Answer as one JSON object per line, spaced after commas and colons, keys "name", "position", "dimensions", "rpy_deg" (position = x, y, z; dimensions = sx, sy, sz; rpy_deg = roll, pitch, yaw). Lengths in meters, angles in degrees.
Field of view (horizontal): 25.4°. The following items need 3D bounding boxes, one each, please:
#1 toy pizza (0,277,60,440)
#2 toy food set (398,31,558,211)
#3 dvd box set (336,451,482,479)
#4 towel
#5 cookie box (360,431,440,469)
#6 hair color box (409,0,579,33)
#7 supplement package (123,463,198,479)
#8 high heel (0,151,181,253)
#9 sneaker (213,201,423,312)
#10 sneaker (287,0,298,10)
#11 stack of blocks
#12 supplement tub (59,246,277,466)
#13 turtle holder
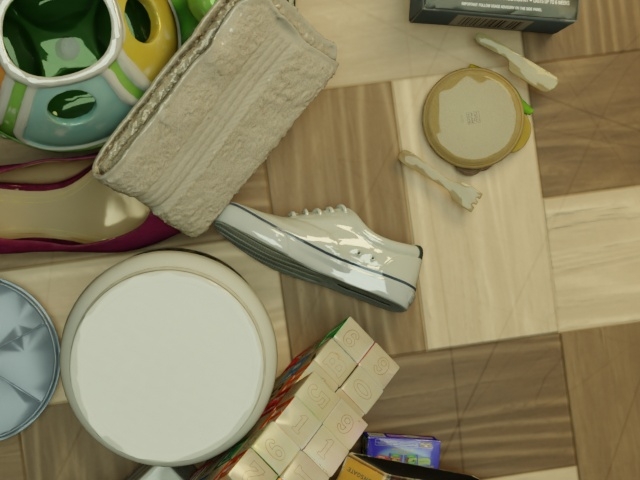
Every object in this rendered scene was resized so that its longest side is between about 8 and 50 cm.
{"name": "toy pizza", "position": [-0.407, 0.140, 1.675], "dimensions": [0.201, 0.032, 0.201], "rpy_deg": [0, 90, -5]}
{"name": "toy food set", "position": [0.189, -0.145, 1.725], "dimensions": [0.132, 0.038, 0.192], "rpy_deg": [34, 93, 3]}
{"name": "dvd box set", "position": [0.041, 0.451, 1.591], "dimensions": [0.062, 0.308, 0.420], "rpy_deg": [25, 91, 35]}
{"name": "towel", "position": [-0.108, -0.143, 1.574], "dimensions": [0.282, 0.187, 0.049], "rpy_deg": [-52, 50, 2]}
{"name": "cookie box", "position": [0.093, 0.290, 1.715], "dimensions": [0.092, 0.040, 0.107], "rpy_deg": [5, 90, -6]}
{"name": "hair color box", "position": [0.215, -0.444, 1.680], "dimensions": [0.185, 0.113, 0.374], "rpy_deg": [4, 90, -5]}
{"name": "supplement package", "position": [-0.164, 0.401, 1.642], "dimensions": [0.204, 0.145, 0.262], "rpy_deg": [-43, 94, -3]}
{"name": "high heel", "position": [-0.285, -0.039, 1.608], "dimensions": [0.377, 0.181, 0.127], "rpy_deg": [-11, 91, -5]}
{"name": "sneaker", "position": [0.000, 0.000, 1.689], "dimensions": [0.258, 0.094, 0.091], "rpy_deg": [23, 73, -10]}
{"name": "sneaker", "position": [-0.032, -0.319, 1.669], "dimensions": [0.153, 0.094, 0.235], "rpy_deg": [-24, 83, 4]}
{"name": "stack of blocks", "position": [-0.032, 0.216, 1.566], "dimensions": [0.087, 0.171, 0.297], "rpy_deg": [47, 48, -4]}
{"name": "supplement tub", "position": [-0.164, 0.122, 1.553], "dimensions": [0.228, 0.316, 0.228], "rpy_deg": [0, 91, -5]}
{"name": "turtle holder", "position": [-0.253, -0.214, 1.584], "dimensions": [0.320, 0.227, 0.243], "rpy_deg": [13, 88, -6]}
